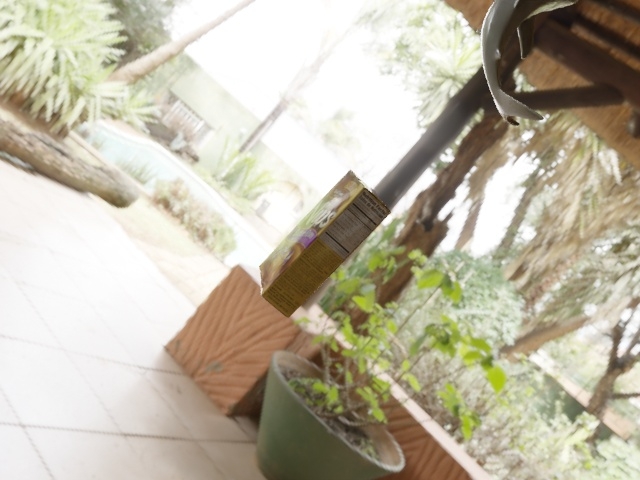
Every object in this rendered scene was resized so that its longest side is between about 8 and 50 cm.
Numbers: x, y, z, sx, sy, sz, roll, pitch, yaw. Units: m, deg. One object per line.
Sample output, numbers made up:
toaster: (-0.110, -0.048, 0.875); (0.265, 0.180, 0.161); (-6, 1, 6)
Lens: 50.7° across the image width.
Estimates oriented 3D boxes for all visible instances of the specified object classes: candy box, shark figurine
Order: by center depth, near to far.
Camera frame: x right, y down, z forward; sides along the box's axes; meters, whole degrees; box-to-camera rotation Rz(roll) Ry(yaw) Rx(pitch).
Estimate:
candy box: (0.000, 0.000, 0.870); (0.053, 0.187, 0.109); (42, 8, -17)
shark figurine: (0.274, -0.298, 0.915); (0.166, 0.278, 0.116); (32, -21, -14)
